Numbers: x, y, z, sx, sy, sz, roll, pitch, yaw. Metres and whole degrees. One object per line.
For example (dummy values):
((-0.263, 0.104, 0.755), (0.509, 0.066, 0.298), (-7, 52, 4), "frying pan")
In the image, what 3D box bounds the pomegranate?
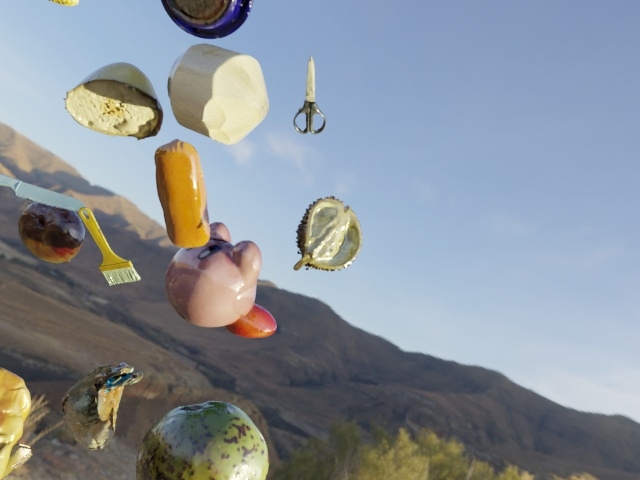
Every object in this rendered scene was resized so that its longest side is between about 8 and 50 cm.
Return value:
((-0.192, 0.391, 0.923), (0.215, 0.247, 0.214), (-1, -1, 0), "pomegranate")

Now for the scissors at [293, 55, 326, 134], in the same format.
((-0.033, -0.450, 1.779), (0.109, 0.022, 0.300), (1, -38, -1), "scissors")

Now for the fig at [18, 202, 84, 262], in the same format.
((-0.753, 0.004, 1.618), (0.170, 0.145, 0.274), (16, -31, -1), "fig")

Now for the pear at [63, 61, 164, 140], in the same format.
((-0.572, -0.424, 1.607), (0.267, 0.177, 0.267), (0, -25, 0), "pear")

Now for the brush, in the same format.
((-0.477, 0.013, 1.249), (0.083, 0.011, 0.205), (-8, -58, 16), "brush")

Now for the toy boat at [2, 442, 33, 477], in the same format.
((-0.787, 0.566, 1.404), (0.047, 0.149, 0.049), (33, -22, 50), "toy boat")

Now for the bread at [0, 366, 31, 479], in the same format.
((-0.514, 0.319, 0.771), (0.132, 0.294, 0.167), (37, -57, -27), "bread")

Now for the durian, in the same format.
((0.000, 0.000, 1.180), (0.148, 0.188, 0.091), (48, -30, -11), "durian")

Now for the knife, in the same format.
((-0.688, -0.119, 1.304), (0.313, 0.044, 0.019), (17, -30, -5), "knife")

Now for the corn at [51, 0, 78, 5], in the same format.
((-0.618, -0.561, 1.177), (0.249, 0.081, 0.081), (21, -11, -2), "corn")

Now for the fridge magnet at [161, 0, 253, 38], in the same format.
((-0.306, -0.670, 1.497), (0.266, 0.265, 0.112), (30, 28, -6), "fridge magnet")

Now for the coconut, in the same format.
((-0.250, -0.375, 1.458), (0.266, 0.237, 0.237), (26, -12, 15), "coconut")

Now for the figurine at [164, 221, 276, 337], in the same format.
((-0.263, 0.117, 1.375), (0.270, 0.211, 0.261), (31, -45, 38), "figurine")

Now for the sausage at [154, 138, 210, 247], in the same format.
((-0.285, -0.095, 1.169), (0.098, 0.098, 0.238), (21, -53, 35), "sausage")

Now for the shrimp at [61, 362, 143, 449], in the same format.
((-0.699, 0.519, 1.789), (0.221, 0.446, 0.110), (54, 34, 13), "shrimp")
